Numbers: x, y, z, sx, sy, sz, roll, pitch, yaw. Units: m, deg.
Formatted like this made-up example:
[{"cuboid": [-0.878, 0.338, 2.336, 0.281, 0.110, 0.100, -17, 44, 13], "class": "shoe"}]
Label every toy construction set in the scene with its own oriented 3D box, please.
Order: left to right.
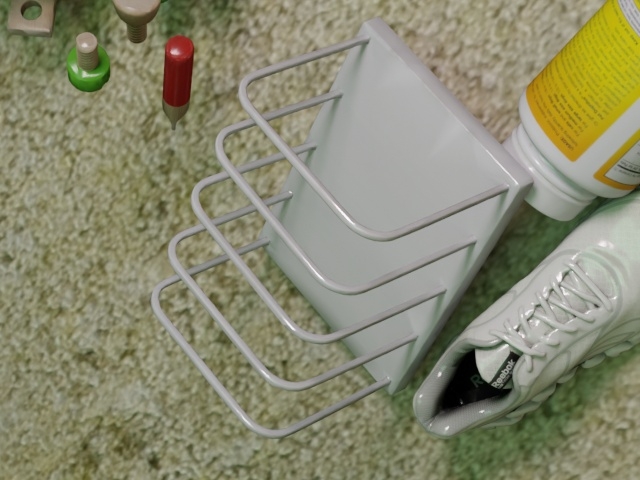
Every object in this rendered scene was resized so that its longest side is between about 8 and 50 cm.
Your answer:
[{"cuboid": [-0.189, -0.230, 1.641, 0.237, 0.257, 0.309, 103, 146, -68], "class": "toy construction set"}]

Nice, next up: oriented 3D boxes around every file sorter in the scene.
[{"cuboid": [0.000, 0.000, 1.532, 0.193, 0.173, 0.277, 49, 139, 21], "class": "file sorter"}]

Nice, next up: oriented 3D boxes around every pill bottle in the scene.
[{"cuboid": [0.235, -0.115, 1.462, 0.117, 0.117, 0.215, 49, 119, 11], "class": "pill bottle"}]

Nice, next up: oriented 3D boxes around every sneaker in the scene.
[{"cuboid": [0.188, 0.068, 1.532, 0.110, 0.118, 0.292, 50, 118, 12], "class": "sneaker"}]
